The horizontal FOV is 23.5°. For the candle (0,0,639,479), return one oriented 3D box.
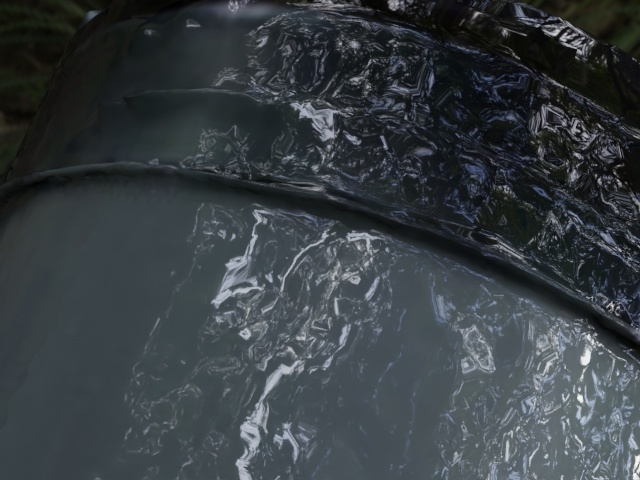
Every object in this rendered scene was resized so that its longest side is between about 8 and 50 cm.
[{"bbox_3d":[-0.017,0.109,0.388,0.221,0.221,0.342,34,62,-31],"label":"candle"}]
